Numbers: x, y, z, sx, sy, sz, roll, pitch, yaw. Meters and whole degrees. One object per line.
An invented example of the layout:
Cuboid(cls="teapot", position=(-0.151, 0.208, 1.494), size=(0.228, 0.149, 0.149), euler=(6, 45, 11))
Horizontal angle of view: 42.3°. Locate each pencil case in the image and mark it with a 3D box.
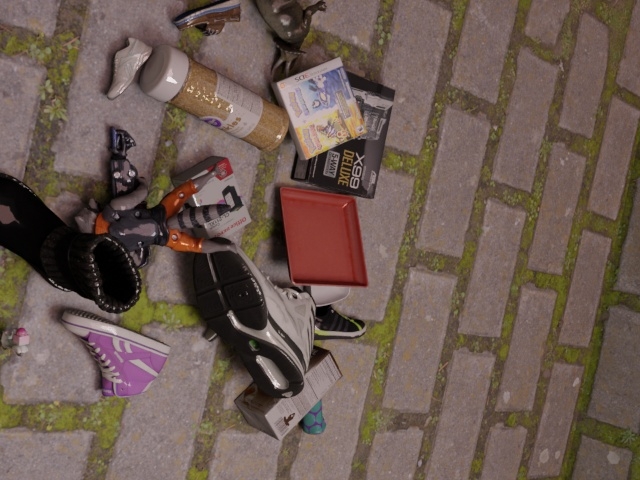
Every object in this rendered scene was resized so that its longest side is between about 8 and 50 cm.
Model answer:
Cuboid(cls="pencil case", position=(-0.021, 0.449, 2.260), size=(0.070, 0.064, 0.152), euler=(-9, 105, -22))

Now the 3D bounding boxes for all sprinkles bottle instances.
Cuboid(cls="sprinkles bottle", position=(-0.235, -0.321, 1.897), size=(0.355, 0.121, 0.121), euler=(23, 83, -40))

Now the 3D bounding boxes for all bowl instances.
Cuboid(cls="bowl", position=(0.014, 0.098, 2.231), size=(0.142, 0.053, 0.142), euler=(-13, 105, -38))

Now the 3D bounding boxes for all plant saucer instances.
Cuboid(cls="plant saucer", position=(0.000, 0.000, 2.151), size=(0.259, 0.048, 0.258), euler=(5, 70, -39))

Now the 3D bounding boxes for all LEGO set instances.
Cuboid(cls="LEGO set", position=(-0.709, 0.190, 1.588), size=(0.287, 0.132, 0.107), euler=(-8, 99, -61))

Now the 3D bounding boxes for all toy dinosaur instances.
Cuboid(cls="toy dinosaur", position=(-0.088, -0.556, 1.980), size=(0.160, 0.121, 0.313), euler=(-50, 128, -30))

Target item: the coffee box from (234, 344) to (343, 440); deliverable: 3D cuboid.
Cuboid(cls="coffee box", position=(-0.081, 0.384, 2.149), size=(0.246, 0.141, 0.098), euler=(-42, 122, -28))

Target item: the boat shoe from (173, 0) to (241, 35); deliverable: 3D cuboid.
Cuboid(cls="boat shoe", position=(-0.250, -0.503, 1.887), size=(0.183, 0.066, 0.066), euler=(-30, 118, -33))

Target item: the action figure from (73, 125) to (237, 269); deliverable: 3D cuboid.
Cuboid(cls="action figure", position=(-0.369, -0.081, 1.775), size=(0.330, 0.178, 0.341), euler=(-12, 103, -11))

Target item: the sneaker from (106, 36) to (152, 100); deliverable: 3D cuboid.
Cuboid(cls="sneaker", position=(-0.425, -0.370, 1.781), size=(0.061, 0.054, 0.152), euler=(35, 72, -23))

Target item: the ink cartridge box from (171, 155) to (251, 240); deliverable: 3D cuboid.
Cuboid(cls="ink cartridge box", position=(-0.254, -0.094, 1.955), size=(0.127, 0.072, 0.175), euler=(-35, 118, -31))

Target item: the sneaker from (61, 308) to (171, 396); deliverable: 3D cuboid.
Cuboid(cls="sneaker", position=(-0.469, 0.262, 1.826), size=(0.282, 0.102, 0.161), euler=(33, 80, -39))

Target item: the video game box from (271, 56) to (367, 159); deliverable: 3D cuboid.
Cuboid(cls="video game box", position=(-0.001, -0.328, 2.051), size=(0.187, 0.048, 0.205), euler=(-26, 104, -17))

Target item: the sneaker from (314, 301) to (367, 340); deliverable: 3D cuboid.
Cuboid(cls="sneaker", position=(0.038, 0.216, 2.252), size=(0.235, 0.084, 0.097), euler=(0, 97, -40))

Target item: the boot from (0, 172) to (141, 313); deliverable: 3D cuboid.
Cuboid(cls="boot", position=(-0.522, -0.001, 1.623), size=(0.348, 0.260, 0.131), euler=(46, 69, -36))

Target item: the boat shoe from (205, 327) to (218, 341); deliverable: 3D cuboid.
Cuboid(cls="boat shoe", position=(-0.235, 0.210, 2.049), size=(0.125, 0.046, 0.038), euler=(-51, 122, -32))

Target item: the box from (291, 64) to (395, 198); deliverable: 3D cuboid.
Cuboid(cls="box", position=(0.063, -0.281, 2.184), size=(0.242, 0.076, 0.307), euler=(12, 90, -40))

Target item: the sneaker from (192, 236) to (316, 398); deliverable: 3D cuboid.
Cuboid(cls="sneaker", position=(-0.151, 0.146, 2.037), size=(0.447, 0.169, 0.257), euler=(63, 24, -22))
